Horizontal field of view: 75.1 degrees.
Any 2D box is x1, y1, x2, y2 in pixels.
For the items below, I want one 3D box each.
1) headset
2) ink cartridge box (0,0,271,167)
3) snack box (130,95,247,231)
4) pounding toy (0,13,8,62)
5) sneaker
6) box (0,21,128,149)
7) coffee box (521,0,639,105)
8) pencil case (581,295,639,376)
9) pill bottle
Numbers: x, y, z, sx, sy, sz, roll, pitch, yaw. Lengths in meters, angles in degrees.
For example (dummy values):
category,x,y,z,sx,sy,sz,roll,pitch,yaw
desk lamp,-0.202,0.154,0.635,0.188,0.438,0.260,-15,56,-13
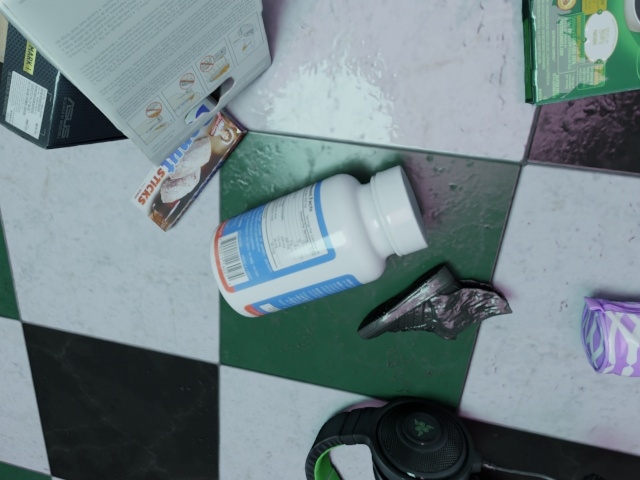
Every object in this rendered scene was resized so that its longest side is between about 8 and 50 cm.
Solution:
category,x,y,z,sx,sy,sz,roll,pitch,yaw
headset,0.148,0.335,0.522,0.394,0.185,0.243,-21,105,30
ink cartridge box,-0.132,-0.182,0.354,0.056,0.225,0.181,43,80,9
snack box,-0.169,-0.093,0.525,0.064,0.022,0.178,43,113,-4
pounding toy,-0.257,-0.267,0.395,0.094,0.181,0.206,24,113,3
sneaker,0.134,0.095,0.510,0.170,0.051,0.089,-40,92,19
box,-0.192,-0.211,0.400,0.059,0.183,0.233,29,112,2
coffee box,0.286,-0.194,0.377,0.184,0.040,0.113,-7,107,15
pencil case,0.391,0.099,0.435,0.206,0.086,0.088,-5,121,14
pill bottle,0.000,0.000,0.467,0.221,0.124,0.124,-19,105,18
